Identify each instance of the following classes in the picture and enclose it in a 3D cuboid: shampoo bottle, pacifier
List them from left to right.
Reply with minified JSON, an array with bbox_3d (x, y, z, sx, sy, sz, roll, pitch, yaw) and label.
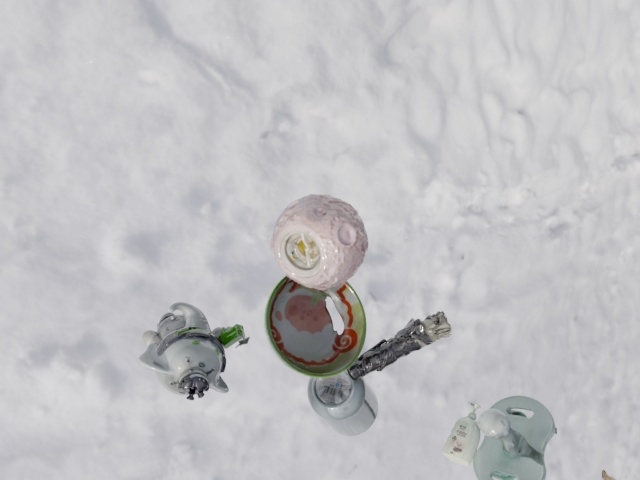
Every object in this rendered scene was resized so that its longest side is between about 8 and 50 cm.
[{"bbox_3d":[0.362,0.472,1.243,0.045,0.077,0.152,48,62,-27],"label":"shampoo bottle"},{"bbox_3d":[0.587,0.634,1.629,0.269,0.288,0.343,48,53,-27],"label":"pacifier"}]

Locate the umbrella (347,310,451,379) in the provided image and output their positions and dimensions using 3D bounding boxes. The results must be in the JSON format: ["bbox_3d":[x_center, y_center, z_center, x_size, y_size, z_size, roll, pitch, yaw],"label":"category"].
[{"bbox_3d":[0.240,0.325,1.577,0.358,0.106,0.113,-27,165,1],"label":"umbrella"}]

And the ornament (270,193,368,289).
[{"bbox_3d":[0.000,0.000,1.348,0.225,0.260,0.259,-30,119,-55],"label":"ornament"}]

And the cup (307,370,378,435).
[{"bbox_3d":[0.078,0.540,1.735,0.205,0.206,0.312,-58,153,-20],"label":"cup"}]

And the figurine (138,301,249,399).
[{"bbox_3d":[-0.200,0.167,0.755,0.147,0.192,0.126,20,102,-31],"label":"figurine"}]

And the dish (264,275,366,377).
[{"bbox_3d":[-0.031,0.248,1.501,0.324,0.124,0.324,10,68,-25],"label":"dish"}]

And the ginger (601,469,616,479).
[{"bbox_3d":[0.779,0.650,1.349,0.097,0.030,0.048,-66,147,-62],"label":"ginger"}]
